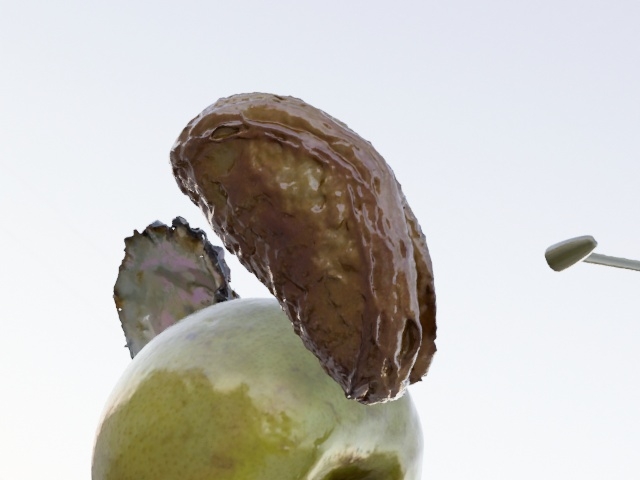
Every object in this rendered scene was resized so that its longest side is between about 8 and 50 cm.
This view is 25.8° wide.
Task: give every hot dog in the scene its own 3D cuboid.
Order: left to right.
[{"bbox_3d":[-0.001,0.001,0.589,0.147,0.065,0.099,49,-23,12],"label":"hot dog"}]

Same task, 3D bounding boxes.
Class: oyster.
[{"bbox_3d":[-0.150,0.101,1.615,0.198,0.092,0.260,-25,-98,46],"label":"oyster"}]

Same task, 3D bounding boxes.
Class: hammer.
[{"bbox_3d":[0.311,0.019,1.374,0.195,0.028,0.060,8,-23,-34],"label":"hammer"}]

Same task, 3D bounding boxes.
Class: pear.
[{"bbox_3d":[-0.060,0.189,1.254,0.304,0.304,0.304,31,-24,15],"label":"pear"}]
